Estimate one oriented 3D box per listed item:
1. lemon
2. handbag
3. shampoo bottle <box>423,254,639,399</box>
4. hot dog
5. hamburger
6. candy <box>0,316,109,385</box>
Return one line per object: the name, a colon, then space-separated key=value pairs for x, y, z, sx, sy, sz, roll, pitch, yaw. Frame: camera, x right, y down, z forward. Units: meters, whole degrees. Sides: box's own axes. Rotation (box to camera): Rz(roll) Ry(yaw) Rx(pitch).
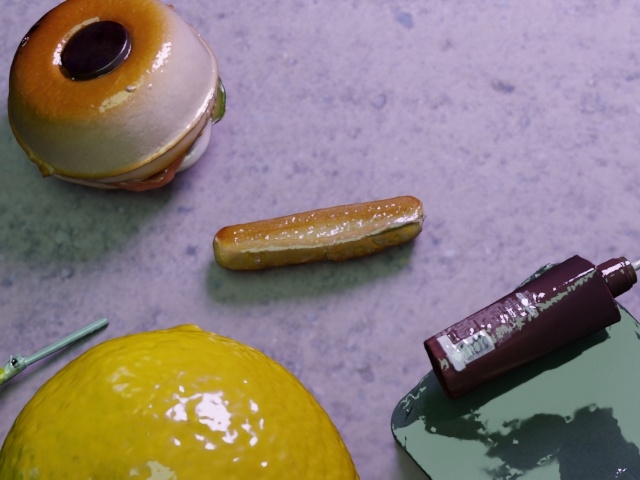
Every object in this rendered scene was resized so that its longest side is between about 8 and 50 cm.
lemon: x=-0.118 y=0.240 z=1.090 sx=0.336 sy=0.336 sz=0.336 roll=-2 pitch=69 yaw=5
handbag: x=0.228 y=0.180 z=1.193 sx=0.247 sy=0.079 sz=0.260 roll=-40 pitch=71 yaw=-9
shampoo bottle: x=0.206 y=0.061 z=1.162 sx=0.236 sy=0.067 sz=0.068 roll=-26 pitch=91 yaw=-5
hot dog: x=0.000 y=0.000 z=1.300 sx=0.216 sy=0.047 sz=0.066 roll=-11 pitch=32 yaw=1
hamburger: x=-0.214 y=-0.154 z=1.331 sx=0.237 sy=0.147 sz=0.236 roll=-6 pitch=58 yaw=10
candy: x=-0.296 y=0.126 z=1.289 sx=0.194 sy=0.058 sz=0.062 roll=-29 pitch=37 yaw=-15
